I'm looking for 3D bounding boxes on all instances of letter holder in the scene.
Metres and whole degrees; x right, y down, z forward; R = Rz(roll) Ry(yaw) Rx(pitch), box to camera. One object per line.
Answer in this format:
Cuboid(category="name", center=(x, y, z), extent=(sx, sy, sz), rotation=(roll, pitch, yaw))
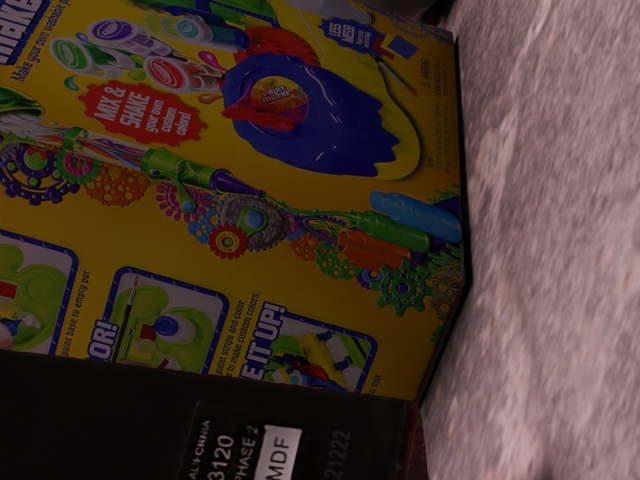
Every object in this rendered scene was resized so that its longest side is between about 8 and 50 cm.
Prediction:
Cuboid(category="letter holder", center=(-0.057, 0.222, 0.516), extent=(0.214, 0.152, 0.302), rotation=(75, -156, -58))

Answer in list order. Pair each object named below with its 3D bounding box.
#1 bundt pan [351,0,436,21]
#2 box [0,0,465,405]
Cuboid(category="bundt pan", center=(0.050, -0.277, 1.033), extent=(0.331, 0.124, 0.331), rotation=(-164, 90, -85))
Cuboid(category="box", center=(-0.084, -0.020, 0.824), extent=(0.290, 0.279, 0.177), rotation=(-85, 12, -60))
